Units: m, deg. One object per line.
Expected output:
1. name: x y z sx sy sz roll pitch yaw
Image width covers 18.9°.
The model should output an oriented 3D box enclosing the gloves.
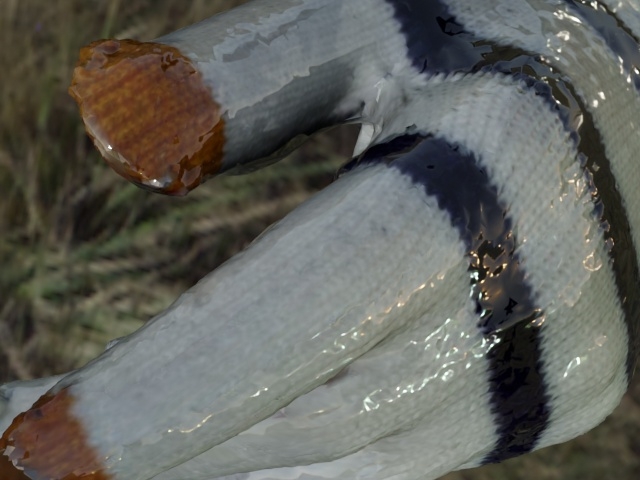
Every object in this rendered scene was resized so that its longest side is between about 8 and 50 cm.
1. gloves: 0.012 0.009 0.491 0.131 0.140 0.219 28 46 19
